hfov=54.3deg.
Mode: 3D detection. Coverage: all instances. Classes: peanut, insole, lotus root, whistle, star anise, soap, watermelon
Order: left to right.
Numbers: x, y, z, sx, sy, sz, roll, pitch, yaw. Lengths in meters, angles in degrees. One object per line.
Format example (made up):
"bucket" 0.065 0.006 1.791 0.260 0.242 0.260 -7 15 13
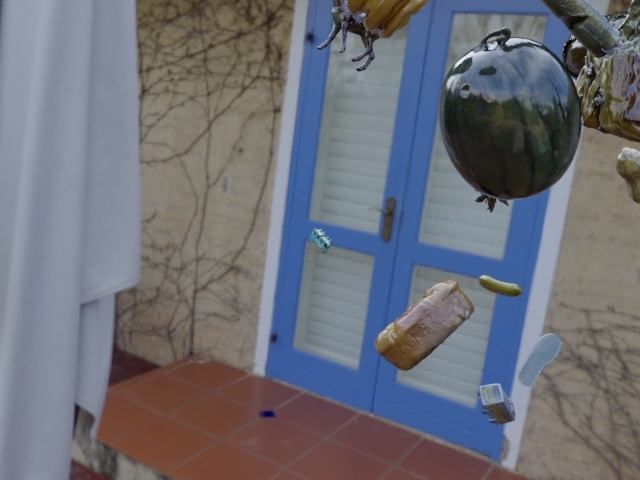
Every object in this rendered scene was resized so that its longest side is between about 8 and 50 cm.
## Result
"star anise" 0.623 -0.187 2.257 0.168 0.167 0.057 12 18 31
"soap" 0.570 0.147 1.985 0.140 0.045 0.089 17 -10 23
"watermelon" 0.384 -0.256 1.282 0.279 0.359 0.279 -21 26 11
"insole" 0.696 0.375 1.986 0.080 0.003 0.232 45 60 9
"whistle" 0.481 -0.487 1.249 0.326 0.068 0.057 33 -7 -24
"lotus root" 0.865 -0.569 1.846 0.179 0.195 0.397 -14 8 -19
"peanut" 1.069 -0.207 2.101 0.274 0.125 0.111 41 -31 -29

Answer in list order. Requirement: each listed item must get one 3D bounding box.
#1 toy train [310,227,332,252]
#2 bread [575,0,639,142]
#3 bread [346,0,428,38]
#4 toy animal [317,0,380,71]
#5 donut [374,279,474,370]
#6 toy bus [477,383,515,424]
"toy train" 0.000 0.000 1.774 0.029 0.045 0.092 5 29 -33
"bread" 0.771 -0.413 1.547 0.314 0.370 0.191 9 -4 -24
"bread" 0.093 -0.599 1.378 0.311 0.173 0.121 48 42 0
"toy animal" 0.080 -0.618 1.691 0.243 0.260 0.087 23 -9 -39
"donut" 0.314 0.259 1.900 0.150 0.317 0.299 49 29 12
"toy bus" 0.472 0.440 1.675 0.075 0.064 0.190 -19 -37 19
